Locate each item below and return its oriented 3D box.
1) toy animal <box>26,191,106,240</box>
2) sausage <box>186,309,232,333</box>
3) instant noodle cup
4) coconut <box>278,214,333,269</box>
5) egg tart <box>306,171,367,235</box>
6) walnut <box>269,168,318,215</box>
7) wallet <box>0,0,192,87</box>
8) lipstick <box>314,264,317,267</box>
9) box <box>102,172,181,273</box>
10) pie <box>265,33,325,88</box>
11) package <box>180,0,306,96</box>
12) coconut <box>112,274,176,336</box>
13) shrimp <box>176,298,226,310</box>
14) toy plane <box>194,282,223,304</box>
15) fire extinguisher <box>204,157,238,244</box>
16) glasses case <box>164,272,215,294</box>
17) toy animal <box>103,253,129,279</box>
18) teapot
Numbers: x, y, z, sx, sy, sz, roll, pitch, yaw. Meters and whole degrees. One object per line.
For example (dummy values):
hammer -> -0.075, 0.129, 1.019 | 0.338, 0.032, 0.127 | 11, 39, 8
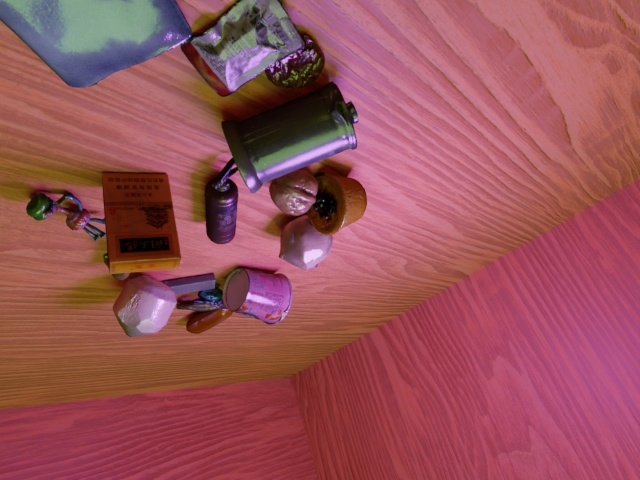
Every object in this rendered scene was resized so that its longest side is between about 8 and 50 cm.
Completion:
toy animal -> -0.697, -0.075, 1.183 | 0.103, 0.100, 0.208 | -48, 139, 5
sausage -> -0.551, 0.383, 2.094 | 0.274, 0.105, 0.105 | -30, 151, 19
instant noodle cup -> -0.286, 0.241, 1.875 | 0.243, 0.243, 0.231 | -37, 142, 30
coconut -> -0.065, 0.008, 1.624 | 0.224, 0.224, 0.224 | -15, 152, -8
egg tart -> 0.053, -0.128, 1.458 | 0.170, 0.215, 0.215 | -11, 153, -39
walnut -> -0.087, -0.160, 1.369 | 0.166, 0.149, 0.167 | -19, 124, -31
wallet -> -0.418, -0.421, 0.764 | 0.290, 0.054, 0.251 | -23, 154, 4
lipstick -> -0.061, 0.100, 1.952 | 0.063, 0.057, 0.186 | -1, 169, 27
box -> -0.488, -0.052, 1.148 | 0.174, 0.274, 0.076 | -4, 153, -28
pie -> -0.061, -0.424, 1.010 | 0.154, 0.036, 0.154 | -17, 153, -9
package -> -0.167, -0.423, 0.914 | 0.239, 0.030, 0.154 | -28, 134, 16
coconut -> -0.678, 0.261, 1.623 | 0.234, 0.224, 0.224 | -62, 156, -15
shrimp -> -0.536, 0.294, 1.941 | 0.253, 0.058, 0.173 | -5, 169, 1
toy plane -> -0.460, 0.247, 1.905 | 0.234, 0.096, 0.060 | 5, 145, -36
fire extinguisher -> -0.301, -0.128, 1.341 | 0.138, 0.102, 0.344 | -42, 165, -33
glasses case -> -0.551, 0.185, 1.787 | 0.204, 0.047, 0.071 | -7, 144, -22
toy animal -> -0.667, 0.065, 1.435 | 0.103, 0.101, 0.218 | 7, 143, -39
teapot -> -0.065, -0.275, 1.137 | 0.336, 0.201, 0.270 | -22, 178, 0
